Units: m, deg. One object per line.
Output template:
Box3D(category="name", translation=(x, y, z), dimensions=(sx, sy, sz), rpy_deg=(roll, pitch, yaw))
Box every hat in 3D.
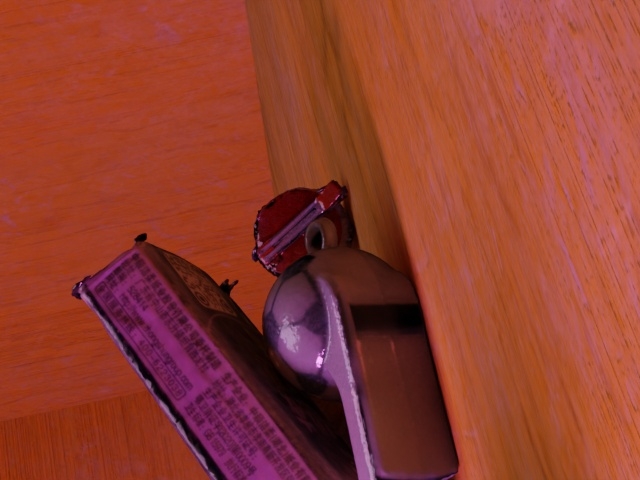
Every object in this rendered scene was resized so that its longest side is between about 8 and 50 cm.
Box3D(category="hat", translation=(-0.001, -0.004, 2.307), dimensions=(0.140, 0.128, 0.227), rpy_deg=(-62, -17, 0))

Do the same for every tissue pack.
Box3D(category="tissue pack", translation=(-0.070, 0.176, 1.799), dimensions=(0.361, 0.122, 0.259), rpy_deg=(52, -175, 23))

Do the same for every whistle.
Box3D(category="whistle", translation=(0.026, 0.113, 1.730), dimensions=(0.163, 0.163, 0.290), rpy_deg=(90, 169, -71))

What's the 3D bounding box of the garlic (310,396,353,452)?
Box3D(category="garlic", translation=(0.017, 0.206, 2.049), dimensions=(0.245, 0.245, 0.253), rpy_deg=(151, 140, -86))
